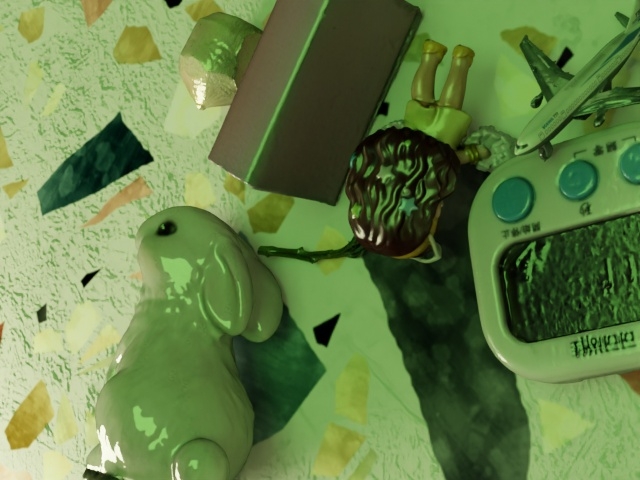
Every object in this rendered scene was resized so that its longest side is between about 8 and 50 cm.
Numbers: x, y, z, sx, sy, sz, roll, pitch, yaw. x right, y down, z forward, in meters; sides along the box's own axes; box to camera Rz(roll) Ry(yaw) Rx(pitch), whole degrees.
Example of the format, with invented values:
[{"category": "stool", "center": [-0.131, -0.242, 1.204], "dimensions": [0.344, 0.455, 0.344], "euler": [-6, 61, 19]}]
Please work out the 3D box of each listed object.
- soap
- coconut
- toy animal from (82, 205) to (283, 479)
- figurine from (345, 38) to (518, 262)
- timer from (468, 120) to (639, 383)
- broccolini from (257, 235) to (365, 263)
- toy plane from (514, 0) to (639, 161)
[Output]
[{"category": "soap", "center": [-0.004, -0.176, 1.311], "dimensions": [0.081, 0.181, 0.259], "euler": [33, 104, 34]}, {"category": "coconut", "center": [-0.122, -0.219, 1.446], "dimensions": [0.110, 0.110, 0.124], "euler": [24, 91, 35]}, {"category": "toy animal", "center": [-0.157, 0.133, 1.389], "dimensions": [0.258, 0.194, 0.357], "euler": [0, 76, 45]}, {"category": "figurine", "center": [0.108, -0.093, 1.246], "dimensions": [0.174, 0.116, 0.240], "euler": [14, 74, 36]}, {"category": "timer", "center": [0.277, 0.015, 1.146], "dimensions": [0.262, 0.087, 0.237], "euler": [-16, 74, 33]}, {"category": "broccolini", "center": [0.003, 0.007, 1.369], "dimensions": [0.194, 0.054, 0.052], "euler": [-18, 93, 34]}, {"category": "toy plane", "center": [0.265, -0.156, 1.144], "dimensions": [0.226, 0.058, 0.226], "euler": [26, 72, 43]}]
